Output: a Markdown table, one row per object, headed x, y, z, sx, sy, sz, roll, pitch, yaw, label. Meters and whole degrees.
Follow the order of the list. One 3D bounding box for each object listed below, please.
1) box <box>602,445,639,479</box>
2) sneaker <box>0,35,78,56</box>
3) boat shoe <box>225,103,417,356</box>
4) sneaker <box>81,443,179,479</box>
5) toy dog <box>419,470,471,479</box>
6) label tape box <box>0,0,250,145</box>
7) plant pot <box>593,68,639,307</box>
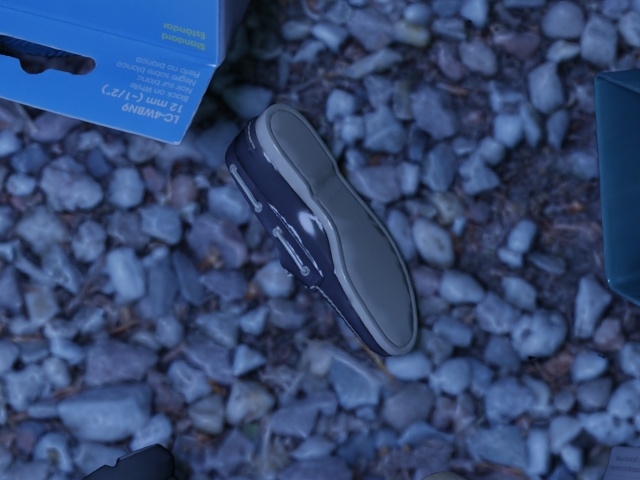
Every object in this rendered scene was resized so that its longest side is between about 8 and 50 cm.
| x | y | z | sx | sy | sz | roll | pitch | yaw | label |
| --- | --- | --- | --- | --- | --- | --- | --- | --- | --- |
| 0.287 | 0.222 | 1.229 | 0.182 | 0.181 | 0.119 | 18 | 83 | -1 | box |
| -0.143 | -0.206 | 1.313 | 0.229 | 0.087 | 0.092 | -21 | 75 | -10 | sneaker |
| 0.000 | 0.000 | 1.313 | 0.065 | 0.075 | 0.206 | -30 | 91 | 37 | boat shoe |
| -0.202 | 0.248 | 1.243 | 0.267 | 0.101 | 0.106 | -31 | 88 | -6 | sneaker |
| 0.046 | 0.311 | 1.203 | 0.161 | 0.220 | 0.333 | 24 | 72 | -36 | toy dog |
| -0.152 | -0.262 | 1.233 | 0.249 | 0.115 | 0.347 | 16 | 65 | 13 | label tape box |
| 0.339 | -0.043 | 1.256 | 0.234 | 0.165 | 0.165 | -11 | 109 | -17 | plant pot |
